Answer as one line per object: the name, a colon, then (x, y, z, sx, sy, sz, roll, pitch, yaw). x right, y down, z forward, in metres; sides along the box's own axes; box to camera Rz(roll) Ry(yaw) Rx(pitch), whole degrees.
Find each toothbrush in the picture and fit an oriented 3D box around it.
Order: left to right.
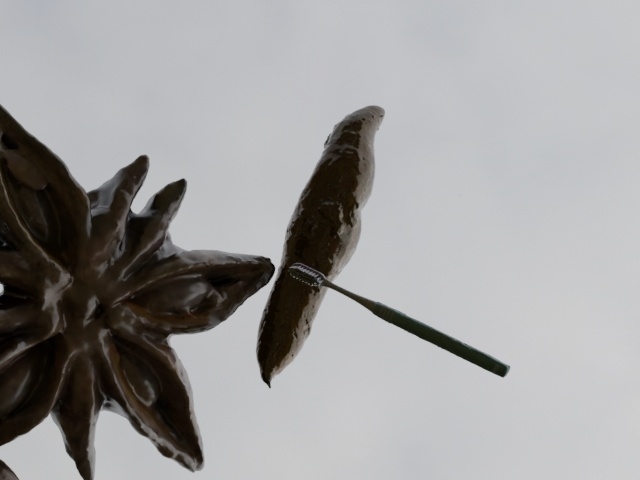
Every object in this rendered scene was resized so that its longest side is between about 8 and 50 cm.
toothbrush: (0.051, 0.053, 0.827, 0.167, 0.014, 0.011, 26, -76, 15)

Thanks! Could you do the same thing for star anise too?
star anise: (-0.198, 0.041, 0.914, 0.109, 0.350, 0.292, -9, -98, 62)

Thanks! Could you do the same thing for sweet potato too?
sweet potato: (0.000, 0.000, 0.999, 0.067, 0.067, 0.273, 8, -115, 27)

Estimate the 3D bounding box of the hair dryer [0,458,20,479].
hair dryer: (-0.213, 0.220, 0.844, 0.182, 0.117, 0.064, 14, -56, 20)
